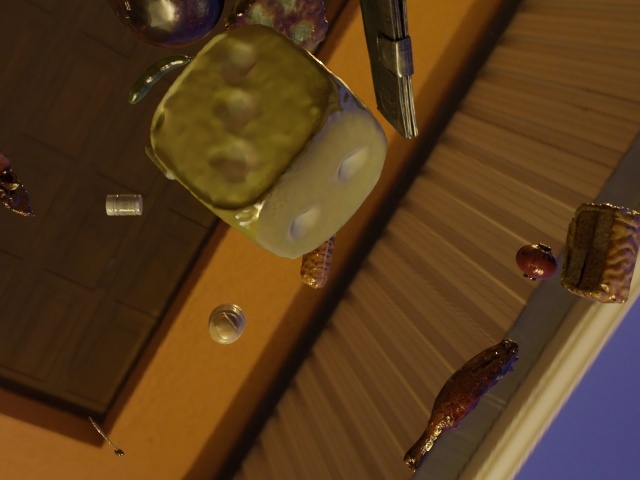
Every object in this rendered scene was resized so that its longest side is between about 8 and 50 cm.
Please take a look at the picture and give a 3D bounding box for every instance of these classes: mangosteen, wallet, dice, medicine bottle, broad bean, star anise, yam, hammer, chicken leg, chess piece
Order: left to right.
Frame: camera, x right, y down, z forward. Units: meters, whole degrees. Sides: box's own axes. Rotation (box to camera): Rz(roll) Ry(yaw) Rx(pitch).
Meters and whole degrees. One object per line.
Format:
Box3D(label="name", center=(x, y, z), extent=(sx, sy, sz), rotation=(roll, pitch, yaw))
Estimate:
Box3D(label="star anise", center=(-0.632, -0.106, 1.464), extent=(0.144, 0.158, 0.140), rotation=(-37, -127, -26))
Box3D(label="hammer", center=(-0.437, 0.399, 1.604), extent=(0.029, 0.123, 0.014), rotation=(3, -136, 37))
Box3D(label="medicine bottle", center=(-0.542, -0.098, 2.181), extent=(0.058, 0.091, 0.058), rotation=(179, -90, -86))
Box3D(label="broad bean", center=(-0.451, -0.459, 2.193), extent=(0.227, 0.069, 0.039), rotation=(-29, -152, 7))
Box3D(label="yam", center=(-0.255, -0.134, 1.308), extent=(0.094, 0.043, 0.043), rotation=(47, -70, 35))
Box3D(label="mangosteen", center=(-0.353, -0.613, 1.843), extent=(0.330, 0.330, 0.330), rotation=(-45, -151, 34))
Box3D(label="chess piece", center=(-0.266, 0.238, 2.249), extent=(0.117, 0.117, 0.397), rotation=(-65, -175, -6))
Box3D(label="dice", center=(-0.067, -0.131, 1.084), extent=(0.238, 0.227, 0.233), rotation=(42, -89, 26))
Box3D(label="wallet", center=(0.113, -0.346, 1.379), extent=(0.044, 0.317, 0.169), rotation=(-18, -145, -9))
Box3D(label="chicken leg", center=(0.328, 0.391, 1.901), extent=(0.096, 0.158, 0.407), rotation=(41, -88, 24))

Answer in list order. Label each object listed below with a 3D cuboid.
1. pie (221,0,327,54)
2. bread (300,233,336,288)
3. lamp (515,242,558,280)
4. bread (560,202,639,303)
Box3D(label="pie", center=(-0.136, -0.543, 2.078), extent=(0.103, 0.354, 0.288), rotation=(53, -38, 26))
Box3D(label="bread", center=(0.000, 0.000, 1.285), extent=(0.044, 0.052, 0.157), rotation=(10, -89, 36))
Box3D(label="lamp", center=(0.510, 0.051, 1.863), extent=(0.090, 0.101, 0.101), rotation=(-63, -157, 10))
Box3D(label="bread", center=(0.632, 0.029, 1.776), extent=(0.181, 0.096, 0.222), rotation=(-177, -80, -74))
